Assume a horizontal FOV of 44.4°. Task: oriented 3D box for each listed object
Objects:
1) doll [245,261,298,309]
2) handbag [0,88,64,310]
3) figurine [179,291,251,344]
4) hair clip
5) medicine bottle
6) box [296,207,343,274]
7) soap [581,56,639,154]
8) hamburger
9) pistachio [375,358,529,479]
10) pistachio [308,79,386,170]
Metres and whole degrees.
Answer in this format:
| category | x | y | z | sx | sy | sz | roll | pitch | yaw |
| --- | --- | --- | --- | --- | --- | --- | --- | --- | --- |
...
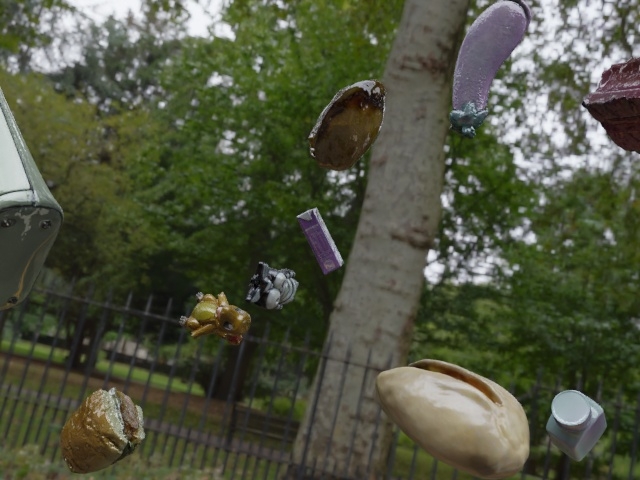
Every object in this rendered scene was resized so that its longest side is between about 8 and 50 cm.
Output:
| category | x | y | z | sx | sy | sz | roll | pitch | yaw |
| --- | --- | --- | --- | --- | --- | --- | --- | --- | --- |
| doll | -0.094 | 0.098 | 1.617 | 0.067 | 0.091 | 0.219 | 23 | 0 | 20 |
| handbag | -0.435 | -0.081 | 0.990 | 0.109 | 0.241 | 0.315 | 5 | 42 | -45 |
| figurine | -0.205 | 0.180 | 1.672 | 0.176 | 0.121 | 0.122 | -1 | -44 | 50 |
| hair clip | 0.382 | -0.410 | 1.836 | 0.095 | 0.359 | 0.110 | 17 | 2 | -35 |
| medicine bottle | 0.361 | 0.257 | 1.111 | 0.055 | 0.074 | 0.118 | 36 | -10 | 37 |
| box | 0.000 | 0.000 | 1.400 | 0.036 | 0.117 | 0.050 | -25 | 4 | 10 |
| soap | 0.547 | -0.187 | 1.144 | 0.182 | 0.112 | 0.289 | 37 | -8 | -19 |
| hamburger | -0.508 | 0.443 | 1.747 | 0.207 | 0.155 | 0.135 | -33 | -55 | 11 |
| pistachio | 0.241 | 0.322 | 1.422 | 0.299 | 0.188 | 0.187 | 22 | -3 | 44 |
| pistachio | 0.056 | -0.234 | 1.571 | 0.165 | 0.210 | 0.130 | -2 | 44 | -52 |
